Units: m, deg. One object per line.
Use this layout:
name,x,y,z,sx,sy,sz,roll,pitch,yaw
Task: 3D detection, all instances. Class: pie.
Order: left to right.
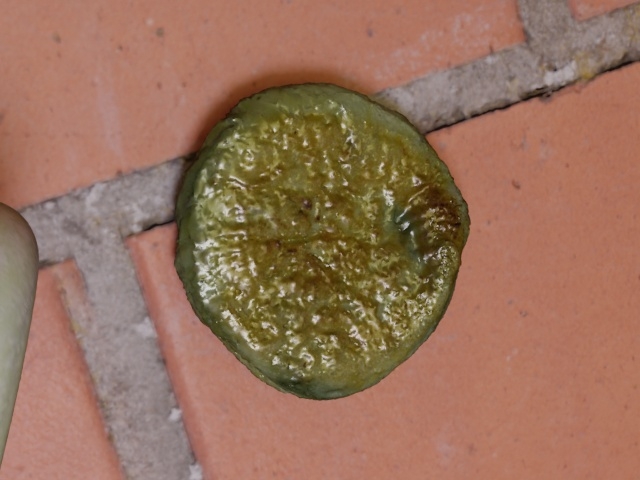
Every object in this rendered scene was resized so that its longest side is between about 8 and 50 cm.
pie,0.000,0.000,1.045,0.277,0.078,0.277,0,91,-20

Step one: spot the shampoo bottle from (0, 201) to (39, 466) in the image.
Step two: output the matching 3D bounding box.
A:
shampoo bottle,-0.353,0.075,0.761,0.317,0.322,0.322,13,90,-18
